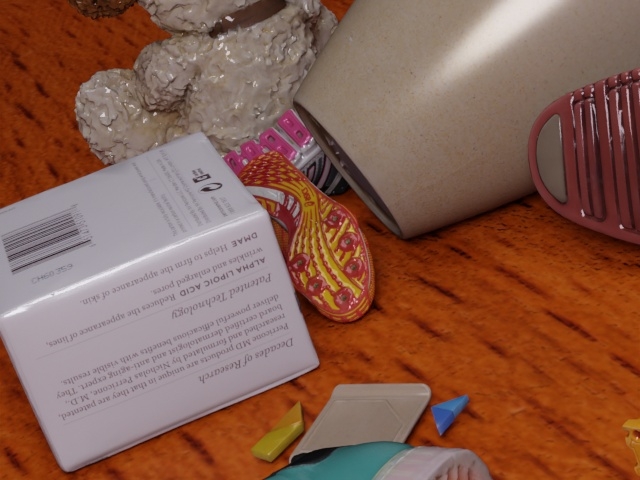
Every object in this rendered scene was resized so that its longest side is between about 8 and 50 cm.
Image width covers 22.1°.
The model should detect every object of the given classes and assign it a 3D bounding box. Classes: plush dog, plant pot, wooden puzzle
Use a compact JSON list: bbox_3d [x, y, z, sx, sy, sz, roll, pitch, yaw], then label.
[{"bbox_3d":[-0.081,-0.184,1.366,0.262,0.225,0.210,-28,27,-20],"label":"plush dog"},{"bbox_3d":[0.126,-0.133,1.146,0.274,0.256,0.256,-39,28,-4],"label":"plant pot"},{"bbox_3d":[0.023,0.110,0.951,0.116,0.014,0.078,1,36,36],"label":"wooden puzzle"}]

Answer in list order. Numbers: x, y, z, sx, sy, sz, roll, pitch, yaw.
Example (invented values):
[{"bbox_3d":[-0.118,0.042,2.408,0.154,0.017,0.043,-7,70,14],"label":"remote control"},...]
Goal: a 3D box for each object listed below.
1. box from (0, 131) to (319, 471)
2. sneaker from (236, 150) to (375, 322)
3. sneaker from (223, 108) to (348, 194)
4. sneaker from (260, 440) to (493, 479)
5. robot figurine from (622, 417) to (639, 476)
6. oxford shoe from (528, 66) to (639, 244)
[{"bbox_3d":[-0.121,0.034,1.078,0.182,0.119,0.181,-22,25,-9],"label":"box"},{"bbox_3d":[0.000,0.000,1.138,0.064,0.067,0.175,-36,42,4],"label":"sneaker"},{"bbox_3d":[-0.018,-0.053,1.261,0.170,0.075,0.063,-42,45,2],"label":"sneaker"},{"bbox_3d":[-0.038,0.188,0.737,0.121,0.108,0.302,0,23,36],"label":"sneaker"},{"bbox_3d":[0.302,0.075,0.746,0.291,0.085,0.211,1,32,38],"label":"robot figurine"},{"bbox_3d":[0.306,-0.058,1.011,0.348,0.123,0.130,0,9,24],"label":"oxford shoe"}]
